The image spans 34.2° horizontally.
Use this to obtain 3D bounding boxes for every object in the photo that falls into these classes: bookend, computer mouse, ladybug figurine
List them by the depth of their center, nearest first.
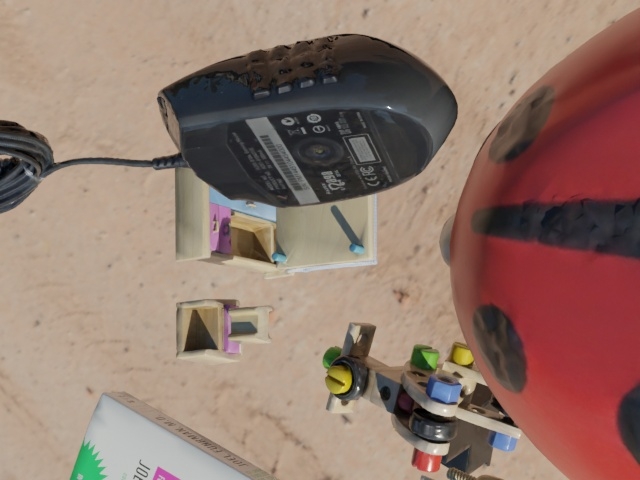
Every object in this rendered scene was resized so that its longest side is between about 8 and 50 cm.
[{"bbox_3d":[-0.066,-0.042,0.409,0.242,0.041,0.071,-5,151,15],"label":"computer mouse"},{"bbox_3d":[0.222,0.010,0.422,0.449,0.162,0.305,-1,83,43],"label":"ladybug figurine"},{"bbox_3d":[0.219,0.326,1.723,0.072,0.156,0.157,26,125,37],"label":"bookend"}]

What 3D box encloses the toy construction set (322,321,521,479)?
[{"bbox_3d":[0.132,0.224,1.369,0.237,0.257,0.309,16,124,38],"label":"toy construction set"}]

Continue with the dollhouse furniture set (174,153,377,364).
[{"bbox_3d":[0.000,0.000,1.275,0.303,0.198,0.286,-9,77,32],"label":"dollhouse furniture set"}]

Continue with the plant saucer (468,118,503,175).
[{"bbox_3d":[0.221,-0.031,0.949,0.036,0.198,0.198,15,124,62],"label":"plant saucer"}]

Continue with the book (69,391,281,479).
[{"bbox_3d":[-0.057,0.143,0.478,0.144,0.035,0.096,22,96,26],"label":"book"}]
